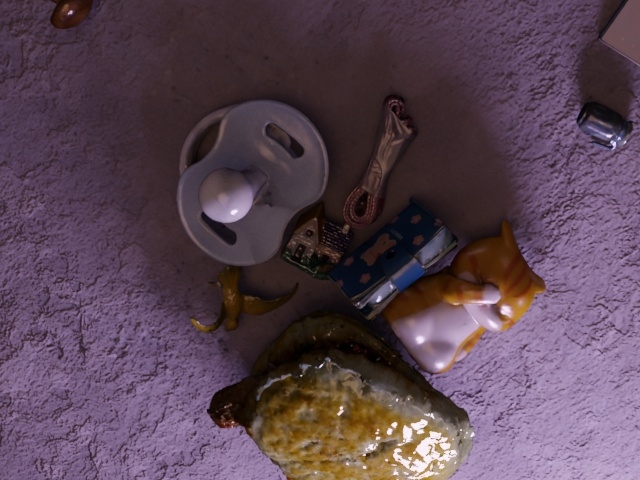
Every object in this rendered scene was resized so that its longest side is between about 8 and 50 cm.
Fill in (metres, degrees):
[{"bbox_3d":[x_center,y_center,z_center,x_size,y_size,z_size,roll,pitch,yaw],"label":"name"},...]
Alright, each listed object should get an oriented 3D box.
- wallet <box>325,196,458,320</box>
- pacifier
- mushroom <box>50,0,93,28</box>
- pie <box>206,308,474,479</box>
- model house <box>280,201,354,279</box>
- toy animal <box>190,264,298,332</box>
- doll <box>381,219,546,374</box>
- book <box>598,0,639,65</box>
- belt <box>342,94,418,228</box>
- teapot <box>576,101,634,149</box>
[{"bbox_3d":[0.116,0.027,1.589,0.202,0.141,0.059,-40,126,-2],"label":"wallet"},{"bbox_3d":[-0.138,-0.093,1.577,0.244,0.233,0.299,38,108,1],"label":"pacifier"},{"bbox_3d":[-0.428,-0.398,1.630,0.130,0.073,0.088,30,90,41],"label":"mushroom"},{"bbox_3d":[0.063,0.321,1.681,0.418,0.180,0.395,42,130,-14],"label":"pie"},{"bbox_3d":[0.000,0.000,1.656,0.101,0.087,0.100,28,110,-3],"label":"model house"},{"bbox_3d":[-0.156,0.106,1.722,0.219,0.155,0.095,-18,78,-27],"label":"toy animal"},{"bbox_3d":[0.229,0.105,1.603,0.270,0.162,0.166,-29,113,14],"label":"doll"},{"bbox_3d":[0.580,-0.370,1.474,0.191,0.025,0.269,33,109,1],"label":"book"},{"bbox_3d":[0.102,-0.127,1.619,0.071,0.053,0.232,24,109,11],"label":"belt"},{"bbox_3d":[0.447,-0.178,1.541,0.083,0.049,0.063,27,109,1],"label":"teapot"}]
